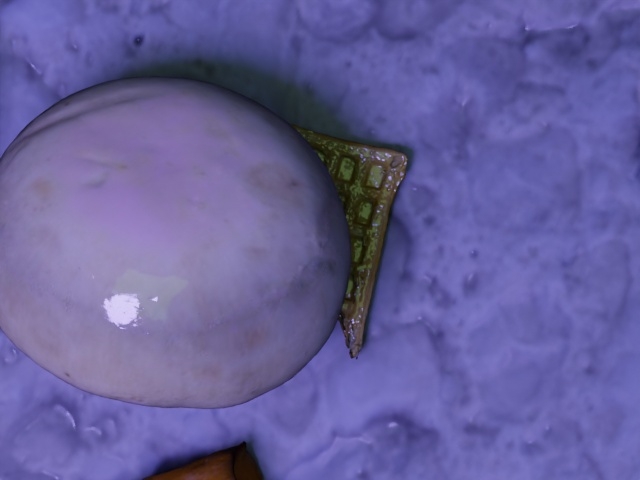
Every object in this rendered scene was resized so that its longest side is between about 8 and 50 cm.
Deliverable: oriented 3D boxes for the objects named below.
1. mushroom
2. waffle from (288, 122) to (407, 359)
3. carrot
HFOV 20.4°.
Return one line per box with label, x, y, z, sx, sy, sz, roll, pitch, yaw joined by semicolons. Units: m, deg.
mushroom;-0.108;0.012;1.181;0.246;0.202;0.246;10;48;-12
waffle;0.000;0.000;1.255;0.097;0.023;0.152;13;90;4
carrot;-0.137;0.205;1.235;0.205;0.072;0.072;-19;88;4
